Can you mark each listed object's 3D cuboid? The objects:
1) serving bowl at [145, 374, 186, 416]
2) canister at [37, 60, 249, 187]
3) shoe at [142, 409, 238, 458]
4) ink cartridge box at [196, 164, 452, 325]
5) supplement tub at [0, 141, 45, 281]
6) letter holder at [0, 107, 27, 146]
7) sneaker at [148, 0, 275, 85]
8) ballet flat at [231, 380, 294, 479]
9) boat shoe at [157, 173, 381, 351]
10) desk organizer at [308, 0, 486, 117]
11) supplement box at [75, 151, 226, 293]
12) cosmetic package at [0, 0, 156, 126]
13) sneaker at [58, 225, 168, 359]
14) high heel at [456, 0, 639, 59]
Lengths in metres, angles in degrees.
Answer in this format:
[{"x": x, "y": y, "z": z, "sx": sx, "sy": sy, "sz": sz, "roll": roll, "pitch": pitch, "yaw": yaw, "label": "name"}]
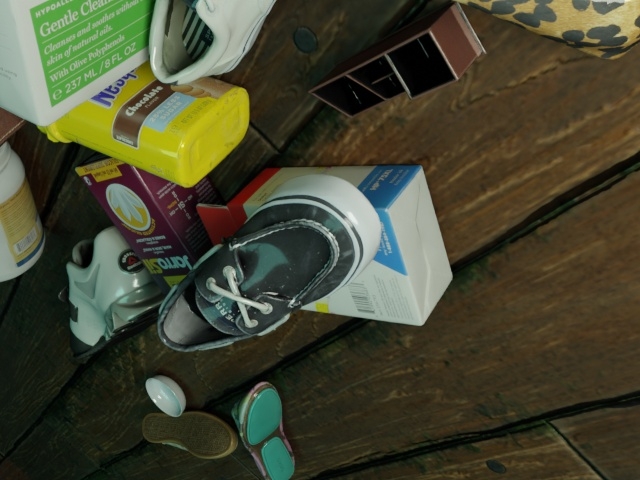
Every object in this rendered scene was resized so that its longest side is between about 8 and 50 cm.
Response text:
[{"x": -0.261, "y": 0.263, "z": 1.174, "sx": 0.083, "sy": 0.027, "sz": 0.083, "roll": 21, "pitch": 130, "yaw": 27, "label": "serving bowl"}, {"x": -0.170, "y": -0.126, "z": 0.661, "sx": 0.170, "sy": 0.126, "sz": 0.073, "roll": 22, "pitch": 138, "yaw": 18, "label": "canister"}, {"x": -0.221, "y": 0.333, "z": 1.196, "sx": 0.219, "sy": 0.076, "sz": 0.058, "roll": -1, "pitch": 170, "yaw": 36, "label": "shoe"}, {"x": 0.000, "y": 0.000, "z": 0.681, "sx": 0.231, "sy": 0.078, "sz": 0.134, "roll": 4, "pitch": 129, "yaw": 36, "label": "ink cartridge box"}, {"x": -0.482, "y": -0.052, "z": 0.963, "sx": 0.144, "sy": 0.144, "sz": 0.200, "roll": 25, "pitch": 138, "yaw": 18, "label": "supplement tub"}, {"x": -0.408, "y": -0.234, "z": 0.645, "sx": 0.152, "sy": 0.214, "sz": 0.302, "roll": -6, "pitch": 126, "yaw": 15, "label": "letter holder"}, {"x": -0.069, "y": -0.211, "z": 0.524, "sx": 0.094, "sy": 0.091, "sz": 0.258, "roll": 37, "pitch": 141, "yaw": 3, "label": "sneaker"}, {"x": -0.094, "y": 0.286, "z": 1.041, "sx": 0.079, "sy": 0.077, "sz": 0.221, "roll": 31, "pitch": 145, "yaw": 42, "label": "ballet flat"}, {"x": -0.066, "y": 0.039, "z": 0.625, "sx": 0.108, "sy": 0.102, "sz": 0.301, "roll": 51, "pitch": 139, "yaw": -12, "label": "boat shoe"}, {"x": 0.056, "y": -0.132, "z": 0.534, "sx": 0.130, "sy": 0.050, "sz": 0.047, "roll": -16, "pitch": 116, "yaw": 46, "label": "desk organizer"}, {"x": -0.177, "y": -0.034, "z": 0.788, "sx": 0.104, "sy": 0.081, "sz": 0.188, "roll": -7, "pitch": 123, "yaw": 42, "label": "supplement box"}, {"x": -0.218, "y": -0.296, "z": 0.484, "sx": 0.155, "sy": 0.197, "sz": 0.365, "roll": 27, "pitch": 141, "yaw": 15, "label": "cosmetic package"}, {"x": -0.306, "y": 0.073, "z": 0.983, "sx": 0.330, "sy": 0.122, "sz": 0.146, "roll": -36, "pitch": 83, "yaw": 51, "label": "sneaker"}, {"x": 0.072, "y": -0.160, "z": 0.431, "sx": 0.261, "sy": 0.093, "sz": 0.186, "roll": -1, "pitch": 152, "yaw": 31, "label": "high heel"}]
